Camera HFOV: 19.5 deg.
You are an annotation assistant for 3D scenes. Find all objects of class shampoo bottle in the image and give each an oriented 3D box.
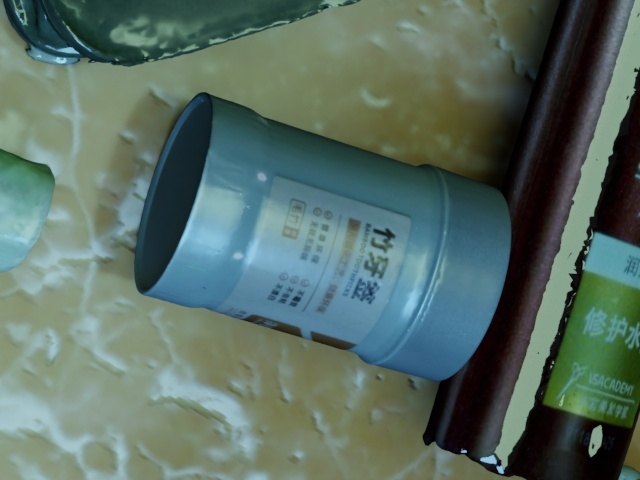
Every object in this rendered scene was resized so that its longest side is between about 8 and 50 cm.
[{"bbox_3d":[0.148,-0.037,0.926,0.129,0.084,0.323,20,88,-44],"label":"shampoo bottle"}]

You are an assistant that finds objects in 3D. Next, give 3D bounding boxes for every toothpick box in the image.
[{"bbox_3d":[0.000,0.000,0.879,0.153,0.101,0.101,17,90,-17],"label":"toothpick box"}]

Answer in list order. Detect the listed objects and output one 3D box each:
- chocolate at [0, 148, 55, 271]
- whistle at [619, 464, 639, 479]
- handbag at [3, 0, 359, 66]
[{"bbox_3d":[-0.257,-0.056,0.793,0.291,0.110,0.110,21,88,-21],"label":"chocolate"},{"bbox_3d":[0.163,0.160,0.982,0.035,0.035,0.100,-16,102,-16],"label":"whistle"},{"bbox_3d":[-0.045,-0.226,0.855,0.247,0.079,0.260,-17,99,-16],"label":"handbag"}]
